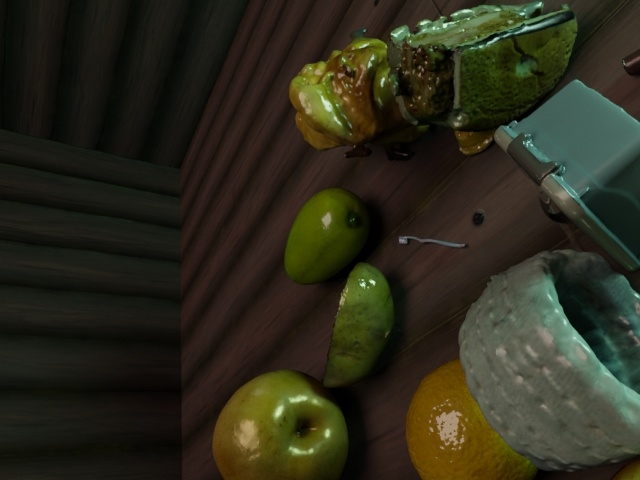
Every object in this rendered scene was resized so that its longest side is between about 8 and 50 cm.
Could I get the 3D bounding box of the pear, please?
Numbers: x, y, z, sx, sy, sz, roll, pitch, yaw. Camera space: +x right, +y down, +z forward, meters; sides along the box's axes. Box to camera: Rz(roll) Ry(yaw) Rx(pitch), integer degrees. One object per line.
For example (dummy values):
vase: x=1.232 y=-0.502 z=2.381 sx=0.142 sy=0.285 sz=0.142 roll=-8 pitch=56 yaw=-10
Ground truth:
pear: x=-0.087 y=0.442 z=1.052 sx=0.314 sy=0.314 sz=0.314 roll=-27 pitch=58 yaw=55

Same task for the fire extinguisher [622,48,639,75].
fire extinguisher: x=0.461 y=-0.264 z=0.574 sx=0.049 sy=0.035 sz=0.173 roll=-51 pitch=13 yaw=-32

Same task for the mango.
mango: x=0.000 y=0.000 z=1.176 sx=0.343 sy=0.156 sz=0.192 roll=-46 pitch=42 yaw=47

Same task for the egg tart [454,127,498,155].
egg tart: x=0.279 y=-0.209 z=0.867 sx=0.105 sy=0.039 sz=0.105 roll=-31 pitch=54 yaw=56

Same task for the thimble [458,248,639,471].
thimble: x=0.289 y=0.132 z=0.566 sx=0.172 sy=0.204 sz=0.250 roll=-51 pitch=41 yaw=43

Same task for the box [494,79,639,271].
box: x=0.326 y=-0.072 z=0.565 sx=0.130 sy=0.227 sz=0.162 roll=-44 pitch=42 yaw=23

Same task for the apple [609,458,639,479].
apple: x=0.358 y=0.298 z=0.444 sx=0.182 sy=0.155 sz=0.183 roll=-27 pitch=57 yaw=52

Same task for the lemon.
lemon: x=0.217 y=0.267 z=0.673 sx=0.187 sy=0.186 sz=0.244 roll=9 pitch=85 yaw=61

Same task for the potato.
potato: x=0.095 y=0.185 z=0.991 sx=0.111 sy=0.160 sz=0.272 roll=15 pitch=98 yaw=18

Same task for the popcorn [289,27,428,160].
popcorn: x=0.089 y=-0.295 z=0.970 sx=0.316 sy=0.297 sz=0.281 roll=-14 pitch=-82 yaw=-87

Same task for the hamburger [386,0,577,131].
hamburger: x=0.247 y=-0.274 z=0.774 sx=0.192 sy=0.288 sz=0.168 roll=82 pitch=167 yaw=-46

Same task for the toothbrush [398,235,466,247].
toothbrush: x=0.216 y=0.004 z=0.937 sx=0.193 sy=0.013 sz=0.019 roll=7 pitch=93 yaw=61
